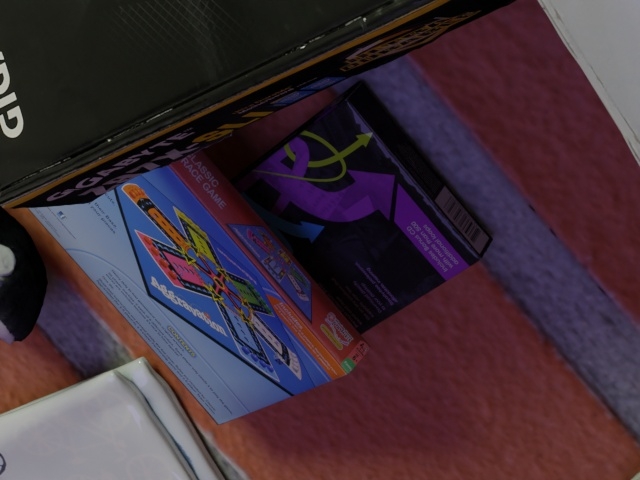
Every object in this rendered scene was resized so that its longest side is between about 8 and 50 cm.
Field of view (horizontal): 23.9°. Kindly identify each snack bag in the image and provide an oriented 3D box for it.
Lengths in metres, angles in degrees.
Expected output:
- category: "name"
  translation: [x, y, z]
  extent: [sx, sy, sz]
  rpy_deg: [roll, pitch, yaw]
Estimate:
- category: "snack bag"
  translation: [-0.166, 0.269, 1.060]
  extent: [0.323, 0.037, 0.342]
  rpy_deg: [-23, 108, 25]

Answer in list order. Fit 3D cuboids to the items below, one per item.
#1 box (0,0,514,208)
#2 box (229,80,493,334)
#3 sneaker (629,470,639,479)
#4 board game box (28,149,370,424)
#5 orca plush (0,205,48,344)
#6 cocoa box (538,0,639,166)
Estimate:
- category: "box"
  translation: [-0.077, -0.207, 0.672]
  extent: [0.257, 0.079, 0.322]
  rpy_deg: [-21, 83, 28]
- category: "box"
  translation: [0.000, 0.000, 0.860]
  extent: [0.162, 0.029, 0.116]
  rpy_deg: [-35, 100, 36]
- category: "sneaker"
  translation: [0.269, 0.215, 0.781]
  extent: [0.292, 0.118, 0.110]
  rpy_deg: [36, 110, 27]
- category: "board game box"
  translation: [-0.106, -0.020, 0.852]
  extent: [0.281, 0.027, 0.145]
  rpy_deg: [50, 144, -9]
- category: "orca plush"
  translation: [-0.273, -0.059, 0.925]
  extent: [0.287, 0.102, 0.151]
  rpy_deg: [33, 170, 13]
- category: "cocoa box"
  translation: [0.181, -0.197, 0.553]
  extent: [0.231, 0.228, 0.347]
  rpy_deg: [-28, 105, 30]
